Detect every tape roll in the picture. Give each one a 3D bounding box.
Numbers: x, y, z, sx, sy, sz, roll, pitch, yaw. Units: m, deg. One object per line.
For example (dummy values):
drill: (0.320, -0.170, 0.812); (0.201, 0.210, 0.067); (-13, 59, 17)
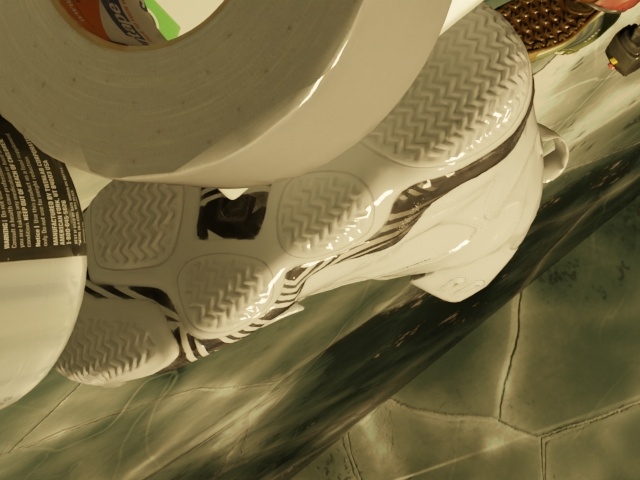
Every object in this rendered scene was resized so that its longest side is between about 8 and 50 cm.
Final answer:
tape roll: (-0.053, -0.132, 0.506); (0.219, 0.219, 0.072); (-41, 162, 21)

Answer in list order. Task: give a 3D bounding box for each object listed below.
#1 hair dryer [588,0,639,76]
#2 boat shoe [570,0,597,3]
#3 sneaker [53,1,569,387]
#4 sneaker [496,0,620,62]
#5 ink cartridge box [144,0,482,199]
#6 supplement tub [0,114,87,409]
hair dryer: (0.297, -0.287, 1.036); (0.223, 0.080, 0.293); (-56, 160, -4)
boat shoe: (0.151, -0.247, 0.819); (0.104, 0.110, 0.307); (-31, 155, 3)
sneaker: (0.000, 0.000, 0.805); (0.366, 0.137, 0.210); (-33, 152, 15)
sneaker: (0.226, -0.201, 1.154); (0.192, 0.064, 0.086); (-32, 160, -19)
ink cartridge box: (-0.021, -0.147, 0.640); (0.208, 0.087, 0.153); (-38, 122, 12)
supplement tub: (-0.273, 0.010, 0.529); (0.193, 0.193, 0.316); (-42, 162, 26)
